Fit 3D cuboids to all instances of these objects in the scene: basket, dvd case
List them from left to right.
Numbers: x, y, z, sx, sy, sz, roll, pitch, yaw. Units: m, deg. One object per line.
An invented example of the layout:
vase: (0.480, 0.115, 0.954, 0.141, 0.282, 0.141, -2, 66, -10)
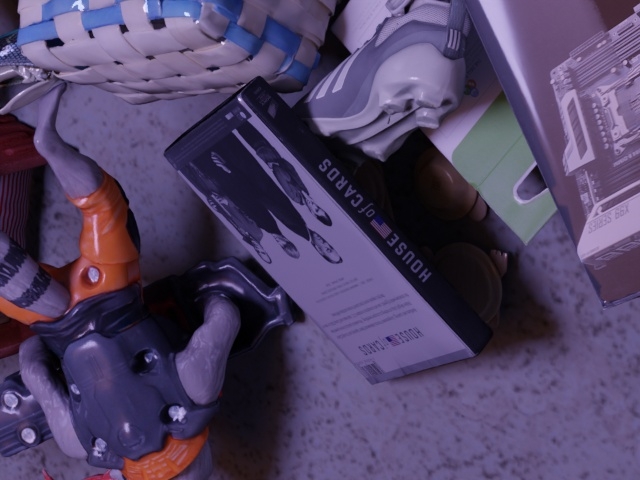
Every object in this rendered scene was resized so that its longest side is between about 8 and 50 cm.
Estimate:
basket: (-0.086, -0.249, 1.268, 0.255, 0.201, 0.288, -4, 67, 38)
dvd case: (0.000, 0.000, 1.286, 0.238, 0.029, 0.179, 47, 157, -8)

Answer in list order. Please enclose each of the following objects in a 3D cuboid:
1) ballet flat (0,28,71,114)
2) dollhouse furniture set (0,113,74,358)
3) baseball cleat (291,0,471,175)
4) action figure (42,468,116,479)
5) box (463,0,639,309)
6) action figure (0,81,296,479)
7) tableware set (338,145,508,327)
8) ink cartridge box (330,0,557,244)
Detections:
ballet flat: (-0.283, -0.129, 1.491, 0.188, 0.070, 0.070, -16, 95, 19)
dollhouse furniture set: (-0.397, 0.024, 1.470, 0.152, 0.374, 0.201, 28, 122, 33)
baseball cleat: (0.045, -0.111, 1.206, 0.206, 0.072, 0.109, -14, 56, 60)
action figure: (-0.149, 0.264, 1.530, 0.139, 0.091, 0.280, -16, 95, 23)
box: (0.221, -0.145, 1.085, 0.242, 0.076, 0.307, -24, 90, 21)
action figure: (-0.210, 0.089, 1.389, 0.341, 0.178, 0.330, -32, 104, 17)
tableware set: (0.066, -0.003, 1.332, 0.169, 0.020, 0.141, -3, 101, 39)
ink cartridge box: (0.114, -0.113, 1.230, 0.209, 0.062, 0.109, 49, 129, 14)
